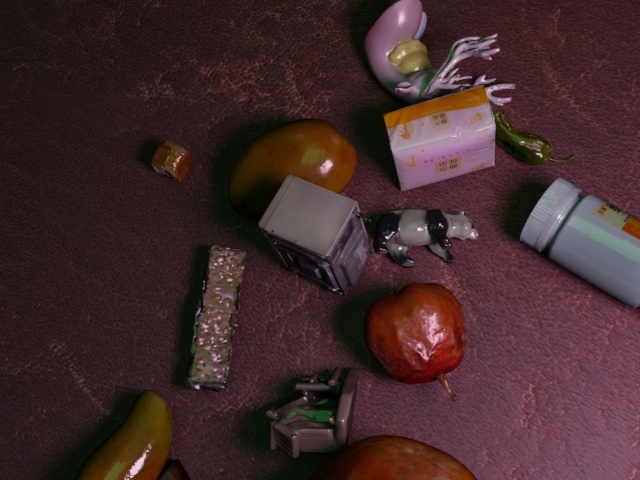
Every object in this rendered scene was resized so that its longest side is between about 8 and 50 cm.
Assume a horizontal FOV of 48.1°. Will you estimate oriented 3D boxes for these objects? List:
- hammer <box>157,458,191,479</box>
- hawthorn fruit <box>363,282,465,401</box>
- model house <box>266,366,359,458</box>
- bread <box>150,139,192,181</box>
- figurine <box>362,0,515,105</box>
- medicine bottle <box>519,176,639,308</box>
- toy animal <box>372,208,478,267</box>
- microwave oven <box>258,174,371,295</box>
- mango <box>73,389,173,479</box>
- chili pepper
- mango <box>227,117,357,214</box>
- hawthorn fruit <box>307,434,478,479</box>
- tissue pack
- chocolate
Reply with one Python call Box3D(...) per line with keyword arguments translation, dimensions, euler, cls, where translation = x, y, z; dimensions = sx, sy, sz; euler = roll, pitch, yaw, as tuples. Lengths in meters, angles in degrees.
Box3D(translation=(-0.207, 0.606, 1.385), dimensions=(0.242, 0.095, 0.409), euler=(-39, 63, -6), cls="hammer")
Box3D(translation=(0.203, 0.211, 1.417), dimensions=(0.207, 0.207, 0.243), euler=(-26, 69, 0), cls="hawthorn fruit")
Box3D(translation=(-0.016, 0.339, 1.410), dimensions=(0.188, 0.229, 0.122), euler=(-8, 99, 10), cls="model house")
Box3D(translation=(-0.366, -0.194, 1.759), dimensions=(0.083, 0.077, 0.070), euler=(23, 71, 18), cls="bread")
Box3D(translation=(0.265, -0.412, 1.663), dimensions=(0.284, 0.206, 0.316), euler=(-26, 69, 12), cls="figurine")
Box3D(translation=(0.577, 0.017, 1.434), dimensions=(0.318, 0.158, 0.158), euler=(35, 78, 22), cls="medicine bottle")
Box3D(translation=(0.228, -0.014, 1.560), dimensions=(0.225, 0.094, 0.121), euler=(-5, 58, 11), cls="toy animal")
Box3D(translation=(0.000, 0.000, 1.512), dimensions=(0.194, 0.240, 0.145), euler=(27, 74, 20), cls="microwave oven")
Box3D(translation=(-0.394, 0.453, 1.462), dimensions=(0.146, 0.129, 0.289), euler=(24, 69, 37), cls="mango")
Box3D(translation=(0.459, -0.212, 1.598), dimensions=(0.204, 0.072, 0.073), euler=(34, 104, 10), cls="chili pepper")
Box3D(translation=(-0.072, -0.162, 1.640), dimensions=(0.317, 0.173, 0.211), euler=(-19, 65, 16), cls="mango")
Box3D(translation=(0.111, 0.524, 1.191), dimensions=(0.402, 0.403, 0.403), euler=(-4, 67, 10), cls="hawthorn fruit")
Box3D(translation=(0.264, -0.221, 1.583), dimensions=(0.225, 0.185, 0.124), euler=(-15, 66, 6), cls="tissue pack")
Box3D(translation=(-0.228, 0.173, 1.587), dimensions=(0.102, 0.065, 0.329), euler=(7, 70, -1), cls="chocolate")
